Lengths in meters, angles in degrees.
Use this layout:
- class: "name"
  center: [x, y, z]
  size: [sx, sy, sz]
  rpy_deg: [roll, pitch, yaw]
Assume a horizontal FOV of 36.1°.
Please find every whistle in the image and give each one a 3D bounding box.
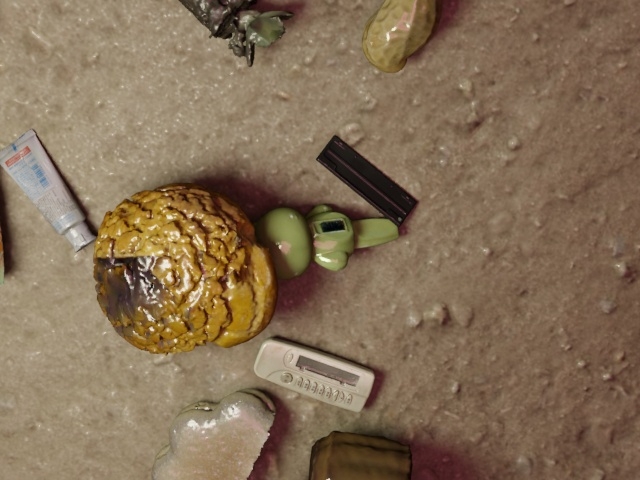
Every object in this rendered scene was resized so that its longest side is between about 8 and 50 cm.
- class: "whistle"
  center: [-0.005, 0.006, 1.820]
  size: [0.294, 0.141, 0.141]
  rpy_deg: [1, 104, -27]

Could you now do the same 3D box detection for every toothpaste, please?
- class: "toothpaste"
  center: [-0.502, -0.086, 1.819]
  size: [0.089, 0.057, 0.234]
  rpy_deg: [-35, 95, 5]

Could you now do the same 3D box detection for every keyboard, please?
- class: "keyboard"
  center: [0.086, -0.110, 1.827]
  size: [0.202, 0.011, 0.067]
  rpy_deg: [39, 70, -8]

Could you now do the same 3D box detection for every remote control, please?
- class: "remote control"
  center: [-0.013, 0.256, 1.902]
  size: [0.230, 0.049, 0.090]
  rpy_deg: [21, 101, -5]

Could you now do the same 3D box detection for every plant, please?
- class: "plant"
  center: [-0.154, -0.408, 1.709]
  size: [0.203, 0.131, 0.142]
  rpy_deg: [32, 97, -9]

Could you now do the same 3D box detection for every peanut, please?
- class: "peanut"
  center: [0.159, -0.438, 1.715]
  size: [0.136, 0.120, 0.298]
  rpy_deg: [24, 103, 18]

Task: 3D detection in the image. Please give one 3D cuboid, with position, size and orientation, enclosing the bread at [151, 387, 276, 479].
- class: "bread"
  center: [-0.222, 0.427, 1.915]
  size: [0.183, 0.102, 0.337]
  rpy_deg: [26, 103, -3]

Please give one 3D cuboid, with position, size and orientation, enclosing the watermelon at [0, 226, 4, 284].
- class: "watermelon"
  center: [-0.663, -0.053, 1.788]
  size: [0.192, 0.140, 0.257]
  rpy_deg: [8, 93, -23]

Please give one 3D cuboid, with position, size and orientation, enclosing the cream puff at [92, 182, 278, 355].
- class: "cream puff"
  center: [-0.254, 0.065, 1.719]
  size: [0.343, 0.231, 0.327]
  rpy_deg: [40, 123, 23]

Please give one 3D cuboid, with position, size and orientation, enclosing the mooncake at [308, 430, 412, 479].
- class: "mooncake"
  center: [0.055, 0.515, 1.831]
  size: [0.187, 0.324, 0.324]
  rpy_deg: [10, 102, 3]
